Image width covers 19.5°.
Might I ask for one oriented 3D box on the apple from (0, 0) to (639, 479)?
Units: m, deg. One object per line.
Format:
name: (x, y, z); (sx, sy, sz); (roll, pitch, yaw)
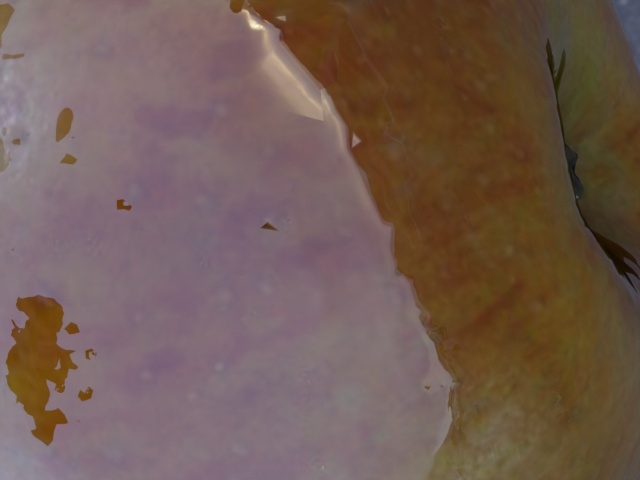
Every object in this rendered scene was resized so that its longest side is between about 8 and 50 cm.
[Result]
apple: (0.000, 0.000, 0.853); (0.333, 0.400, 0.400); (4, 126, 17)
